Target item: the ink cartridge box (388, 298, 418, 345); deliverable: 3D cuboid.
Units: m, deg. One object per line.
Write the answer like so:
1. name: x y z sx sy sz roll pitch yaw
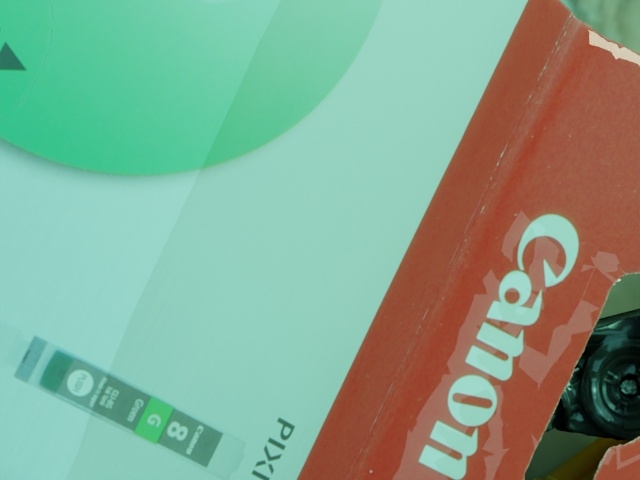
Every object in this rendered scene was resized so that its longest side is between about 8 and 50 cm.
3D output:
1. ink cartridge box: -0.100 0.065 0.518 0.134 0.078 0.231 40 81 -5

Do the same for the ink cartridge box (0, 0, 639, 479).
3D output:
1. ink cartridge box: 0.000 0.000 0.472 0.225 0.056 0.181 27 82 -5

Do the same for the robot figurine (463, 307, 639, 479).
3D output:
1. robot figurine: 0.047 0.151 0.537 0.291 0.085 0.211 -36 94 -9
